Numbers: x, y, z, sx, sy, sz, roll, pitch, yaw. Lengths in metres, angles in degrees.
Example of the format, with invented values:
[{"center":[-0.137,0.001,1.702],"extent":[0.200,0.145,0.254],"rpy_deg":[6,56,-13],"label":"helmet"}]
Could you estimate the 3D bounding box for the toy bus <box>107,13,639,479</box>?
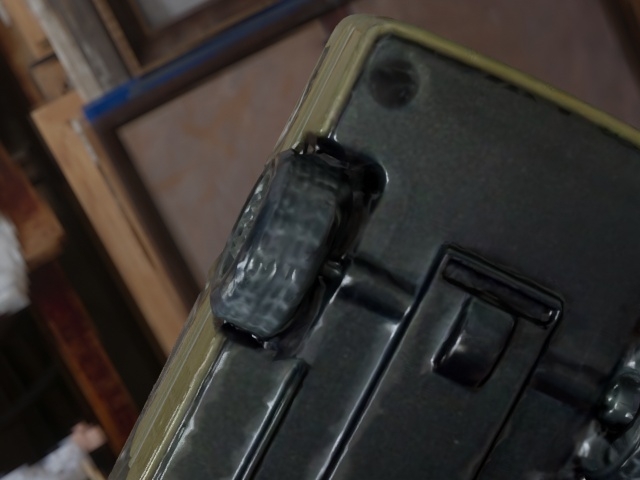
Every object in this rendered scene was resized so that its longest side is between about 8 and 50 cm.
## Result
[{"center":[0.003,0.103,0.664],"extent":[0.365,0.177,0.202],"rpy_deg":[-62,9,8],"label":"toy bus"}]
